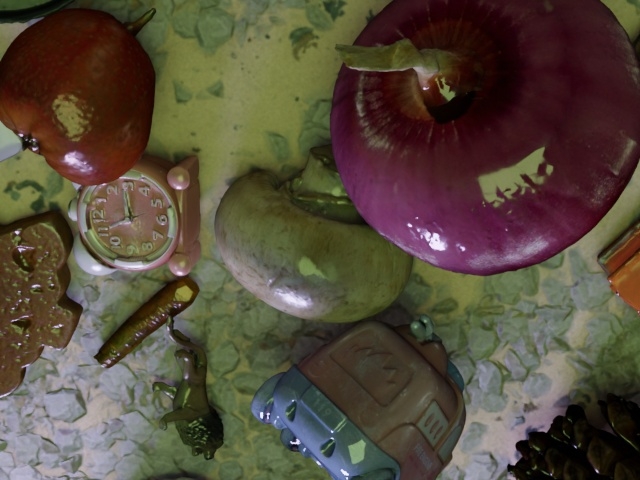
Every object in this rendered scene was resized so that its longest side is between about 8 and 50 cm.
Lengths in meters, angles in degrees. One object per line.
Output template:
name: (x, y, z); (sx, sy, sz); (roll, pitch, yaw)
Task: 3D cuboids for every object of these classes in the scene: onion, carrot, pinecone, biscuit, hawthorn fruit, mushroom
onion: (0.185, -0.143, 1.515); (0.358, 0.345, 0.358); (0, 82, 0)
carrot: (-0.227, 0.108, 1.781); (0.171, 0.042, 0.042); (-41, 107, 15)
pinecone: (0.378, 0.315, 1.790); (0.273, 0.224, 0.224); (-17, 113, 31)
biscuit: (-0.451, 0.051, 1.749); (0.302, 0.043, 0.278); (25, 111, -10)
hawthorn fruit: (-0.266, -0.187, 1.592); (0.196, 0.196, 0.225); (40, 78, -15)
mushroom: (0.000, 0.000, 1.665); (0.254, 0.189, 0.195); (16, 113, -11)

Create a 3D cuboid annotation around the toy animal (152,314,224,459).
toy animal: (-0.184, 0.193, 1.800); (0.086, 0.069, 0.219); (-18, 120, -16)

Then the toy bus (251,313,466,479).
toy bus: (0.075, 0.216, 1.718); (0.232, 0.197, 0.294); (-45, 151, -6)

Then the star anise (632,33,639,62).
star anise: (0.370, -0.169, 1.666); (0.229, 0.093, 0.236); (3, 115, -9)

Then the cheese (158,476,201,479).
cheese: (-0.175, 0.499, 1.874); (0.292, 0.153, 0.332); (-37, 107, 12)

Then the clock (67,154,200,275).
clock: (-0.231, -0.037, 1.702); (0.162, 0.093, 0.165); (3, 108, 7)

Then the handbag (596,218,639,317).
handbag: (0.590, 0.074, 1.749); (0.410, 0.116, 0.303); (41, 105, -15)

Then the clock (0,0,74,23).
clock: (-0.374, -0.410, 1.557); (0.325, 0.067, 0.325); (-1, 111, -2)

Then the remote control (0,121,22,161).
remote control: (-0.493, -0.106, 1.690); (0.250, 0.034, 0.103); (-25, 110, 9)
